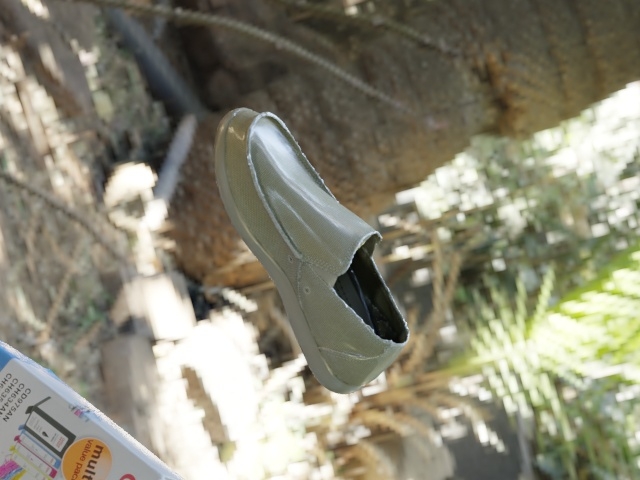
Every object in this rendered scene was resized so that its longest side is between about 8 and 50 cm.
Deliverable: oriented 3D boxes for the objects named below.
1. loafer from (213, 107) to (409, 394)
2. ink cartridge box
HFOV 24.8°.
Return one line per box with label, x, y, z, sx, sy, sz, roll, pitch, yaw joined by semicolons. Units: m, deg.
loafer;0.000;0.000;1.258;0.269;0.092;0.102;63;33;-7
ink cartridge box;-0.242;0.224;1.277;0.232;0.171;0.168;33;-9;22
